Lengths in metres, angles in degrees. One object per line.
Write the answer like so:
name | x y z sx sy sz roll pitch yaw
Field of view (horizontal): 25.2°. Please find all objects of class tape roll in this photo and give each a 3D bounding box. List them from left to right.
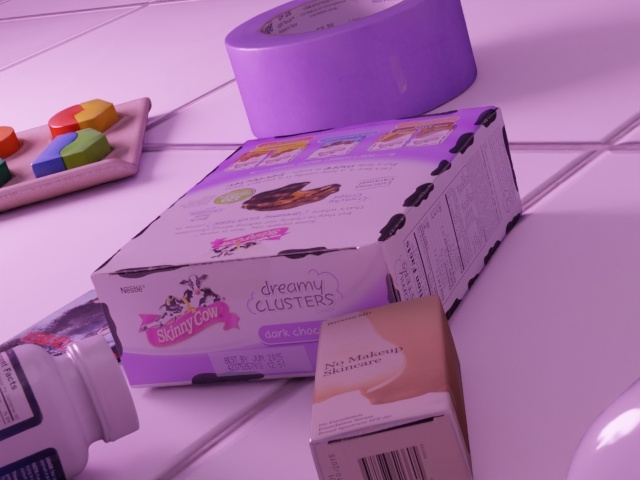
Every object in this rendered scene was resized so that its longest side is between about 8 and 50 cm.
tape roll | 0.025 -0.148 1.134 0.189 0.080 0.189 -14 21 5

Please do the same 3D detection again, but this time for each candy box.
candy box | 0.000 0.000 0.769 0.165 0.070 0.196 -6 22 27

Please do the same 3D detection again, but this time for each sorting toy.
sorting toy | -0.242 -0.072 1.201 0.193 0.038 0.208 -15 19 4

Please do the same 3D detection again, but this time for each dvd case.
dvd case | -0.143 0.061 0.803 0.087 0.013 0.119 3 28 43

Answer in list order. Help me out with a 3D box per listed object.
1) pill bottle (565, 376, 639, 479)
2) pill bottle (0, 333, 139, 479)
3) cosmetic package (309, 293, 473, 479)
pill bottle | 0.149 0.070 0.363 0.246 0.136 0.136 -30 23 -32
pill bottle | -0.148 0.087 0.654 0.120 0.067 0.067 -22 20 -16
cosmetic package | 0.030 0.068 0.605 0.060 0.041 0.115 -15 20 6
